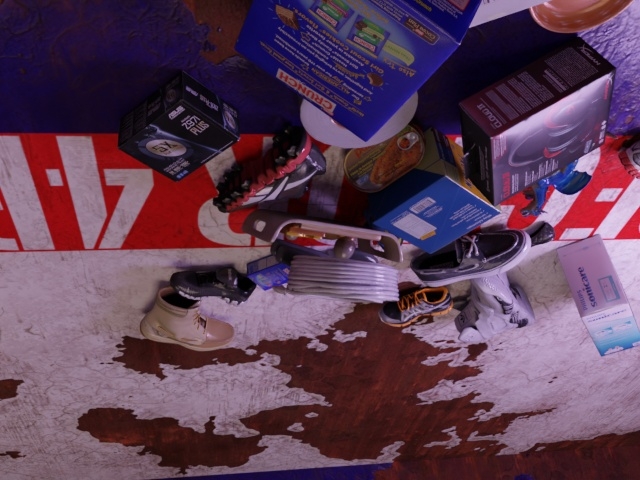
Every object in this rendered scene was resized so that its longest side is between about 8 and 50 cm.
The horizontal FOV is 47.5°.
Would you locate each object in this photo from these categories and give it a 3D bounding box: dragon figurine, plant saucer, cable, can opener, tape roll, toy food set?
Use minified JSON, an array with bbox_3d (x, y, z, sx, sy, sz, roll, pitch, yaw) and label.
[{"bbox_3d":[0.530,-0.155,1.580,0.144,0.085,0.289,21,137,-35],"label":"dragon figurine"},{"bbox_3d":[0.438,-0.433,1.198,0.199,0.037,0.200,-6,146,-4],"label":"plant saucer"},{"bbox_3d":[0.053,0.091,1.654,0.257,0.089,0.257,11,171,-37],"label":"cable"},{"bbox_3d":[0.010,0.042,1.804,0.280,0.074,0.093,13,107,-30],"label":"can opener"},{"bbox_3d":[0.067,-0.268,1.340,0.219,0.072,0.219,-5,145,-4],"label":"tape roll"},{"bbox_3d":[0.000,0.000,1.596,0.306,0.093,0.219,8,-175,-22],"label":"toy food set"}]

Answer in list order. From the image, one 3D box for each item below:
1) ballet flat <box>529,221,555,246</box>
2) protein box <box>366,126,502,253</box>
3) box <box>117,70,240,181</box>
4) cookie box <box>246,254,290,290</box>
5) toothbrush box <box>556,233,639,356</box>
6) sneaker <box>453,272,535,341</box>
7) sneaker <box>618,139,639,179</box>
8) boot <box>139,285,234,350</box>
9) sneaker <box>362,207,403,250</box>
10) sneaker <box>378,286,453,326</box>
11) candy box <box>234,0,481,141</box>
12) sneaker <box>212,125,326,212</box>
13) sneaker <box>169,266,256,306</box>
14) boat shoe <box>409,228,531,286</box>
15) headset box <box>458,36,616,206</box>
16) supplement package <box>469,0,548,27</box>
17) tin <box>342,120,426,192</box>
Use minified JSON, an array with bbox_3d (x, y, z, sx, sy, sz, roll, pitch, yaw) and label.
[{"bbox_3d":[0.514,0.002,1.856,0.173,0.057,0.049,-26,101,24],"label":"ballet flat"},{"bbox_3d":[0.239,-0.101,1.560,0.201,0.136,0.199,25,134,-38],"label":"protein box"},{"bbox_3d":[-0.264,-0.208,1.360,0.180,0.078,0.147,-28,140,28],"label":"box"},{"bbox_3d":[-0.119,0.078,1.840,0.107,0.040,0.092,-20,144,19],"label":"cookie box"},{"bbox_3d":[0.756,0.153,1.961,0.126,0.216,0.295,-22,142,20],"label":"toothbrush box"},{"bbox_3d":[0.444,0.181,2.010,0.210,0.137,0.366,-27,145,22],"label":"sneaker"},{"bbox_3d":[0.772,-0.168,1.605,0.225,0.088,0.093,12,140,-26],"label":"sneaker"},{"bbox_3d":[-0.332,0.203,1.943,0.261,0.095,0.203,13,140,-21],"label":"boot"},{"bbox_3d":[0.150,-0.024,1.735,0.082,0.069,0.209,19,162,21],"label":"sneaker"},{"bbox_3d":[0.264,0.175,2.027,0.214,0.084,0.083,-16,144,-4],"label":"sneaker"},{"bbox_3d":[0.040,-0.315,1.047,0.268,0.122,0.317,34,156,-8],"label":"candy box"},{"bbox_3d":[-0.100,-0.122,1.498,0.276,0.098,0.135,-31,137,29],"label":"sneaker"},{"bbox_3d":[-0.260,0.103,1.824,0.234,0.078,0.106,16,137,-36],"label":"sneaker"},{"bbox_3d":[0.369,0.031,1.816,0.301,0.108,0.102,-17,147,26],"label":"boat shoe"},{"bbox_3d":[0.392,-0.211,1.370,0.293,0.110,0.218,-29,145,-5],"label":"headset box"},{"bbox_3d":[0.230,-0.420,1.087,0.244,0.139,0.134,-16,145,12],"label":"supplement package"},{"bbox_3d":[0.130,-0.174,1.479,0.189,0.040,0.106,-33,106,33],"label":"tin"}]
